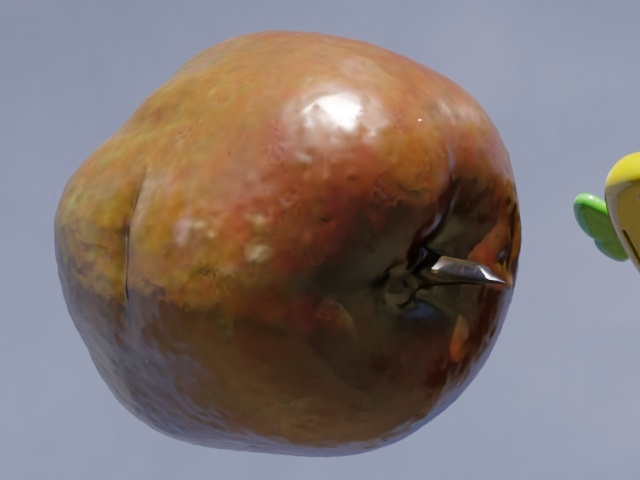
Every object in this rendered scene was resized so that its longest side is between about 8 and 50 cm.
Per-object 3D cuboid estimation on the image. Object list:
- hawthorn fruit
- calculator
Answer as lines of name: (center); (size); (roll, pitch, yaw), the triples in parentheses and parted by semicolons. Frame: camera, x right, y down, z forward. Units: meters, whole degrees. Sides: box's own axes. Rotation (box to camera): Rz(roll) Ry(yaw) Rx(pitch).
hawthorn fruit: (0.000, 0.000, 0.947); (0.267, 0.300, 0.268); (1, -92, -44)
calculator: (0.276, -0.003, 1.081); (0.032, 0.235, 0.146); (-51, -57, -30)
